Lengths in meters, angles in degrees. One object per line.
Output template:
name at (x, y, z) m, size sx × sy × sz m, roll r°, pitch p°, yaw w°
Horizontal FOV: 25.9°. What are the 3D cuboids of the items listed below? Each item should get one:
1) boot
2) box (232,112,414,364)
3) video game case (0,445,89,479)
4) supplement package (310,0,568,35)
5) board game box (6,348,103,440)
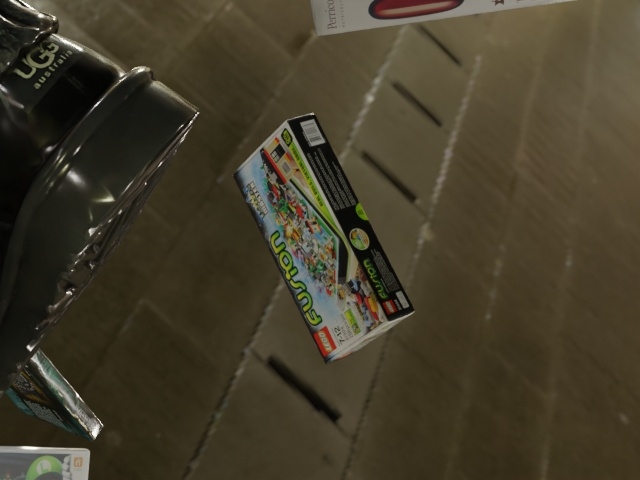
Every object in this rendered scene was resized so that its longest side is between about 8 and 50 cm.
boot at (-0.225, -0.059, 0.738) m, size 0.260 × 0.348 × 0.131 m, roll 37°, pitch 52°, yaw -3°
box at (0.000, 0.000, 1.290) m, size 0.036 × 0.114 × 0.207 m, roll -18°, pitch 76°, yaw -38°
video game case at (-0.339, 0.309, 1.501) m, size 0.190 × 0.022 × 0.173 m, roll 9°, pitch 81°, yaw -40°
supplement package at (0.103, -0.292, 1.263) m, size 0.139 × 0.244 × 0.134 m, roll 80°, pitch 2°, yaw -49°
board game box at (-0.348, 0.164, 1.659) m, size 0.026 × 0.126 × 0.186 m, roll -57°, pitch 144°, yaw -25°
